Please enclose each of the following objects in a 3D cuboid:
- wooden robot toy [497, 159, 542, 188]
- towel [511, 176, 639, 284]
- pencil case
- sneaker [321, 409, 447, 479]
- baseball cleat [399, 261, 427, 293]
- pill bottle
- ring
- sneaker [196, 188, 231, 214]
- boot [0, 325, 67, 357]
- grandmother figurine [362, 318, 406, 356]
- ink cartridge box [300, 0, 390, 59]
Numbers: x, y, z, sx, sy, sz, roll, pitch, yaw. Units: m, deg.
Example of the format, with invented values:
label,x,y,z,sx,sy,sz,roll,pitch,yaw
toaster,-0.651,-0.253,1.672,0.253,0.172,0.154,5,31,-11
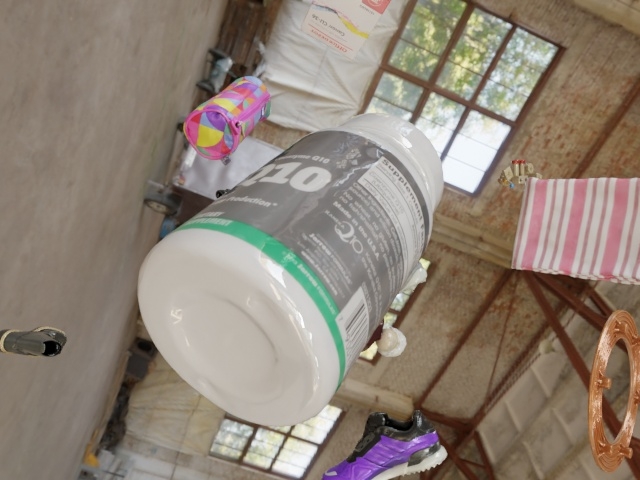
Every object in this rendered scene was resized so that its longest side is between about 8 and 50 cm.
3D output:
label,x,y,z,sx,sy,sz,roll,pitch,yaw
wooden robot toy,0.519,-0.176,1.441,0.079,0.173,0.076,-4,-89,54
towel,0.369,-0.020,0.736,0.197,0.029,0.144,6,-100,39
pencil case,-0.159,-0.226,0.970,0.236,0.104,0.104,-73,-172,-57
sneaker,0.124,0.469,1.217,0.102,0.293,0.146,-5,72,-83
baseball cleat,0.148,0.099,1.272,0.205,0.110,0.072,-31,-176,9
pill bottle,0.000,0.000,0.581,0.361,0.204,0.204,-47,169,-48
ring,0.630,0.314,1.115,0.032,0.336,0.337,2,-113,44
sneaker,-0.149,-0.070,0.961,0.051,0.089,0.170,-36,-160,53
boot,-0.649,0.254,1.280,0.198,0.136,0.077,16,79,-73
grandmother figurine,0.109,0.252,1.557,0.208,0.342,0.104,-55,-155,13
ink cartridge box,0.042,-0.401,0.937,0.198,0.115,0.067,-46,-161,60
